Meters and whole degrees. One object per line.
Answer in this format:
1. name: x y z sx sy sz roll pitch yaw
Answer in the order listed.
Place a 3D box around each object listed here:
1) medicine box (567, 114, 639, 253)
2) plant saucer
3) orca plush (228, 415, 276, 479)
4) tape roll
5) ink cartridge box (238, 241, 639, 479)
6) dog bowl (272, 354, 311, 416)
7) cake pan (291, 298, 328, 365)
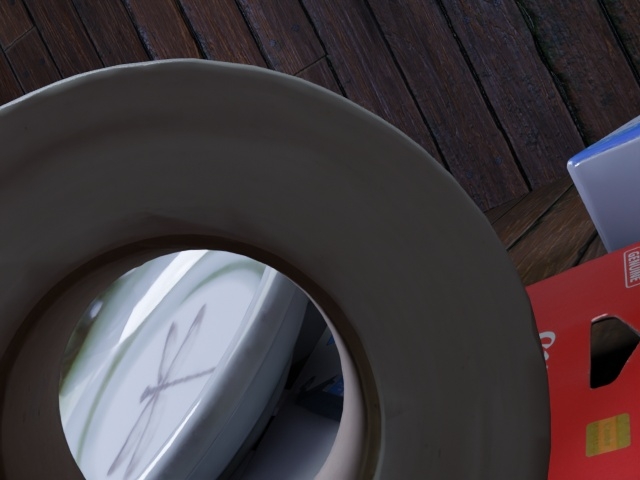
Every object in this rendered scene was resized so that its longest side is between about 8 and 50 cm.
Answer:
1. medicine box: 0.395 -0.083 0.698 0.263 0.149 0.289 -26 2 43
2. plant saucer: -0.125 0.103 0.656 0.400 0.100 0.401 -39 28 25
3. orca plush: -0.083 0.180 0.724 0.287 0.102 0.151 -26 1 3
4. tape roll: -0.054 0.071 0.366 0.286 0.286 0.100 -27 1 -4
5. ink cartridge box: 0.094 0.083 0.572 0.261 0.066 0.296 -27 13 26
6. dog bowl: 0.043 0.114 0.996 0.348 0.102 0.349 -27 2 1
7. cake pan: -0.059 0.073 0.886 0.293 0.054 0.293 -29 12 7
